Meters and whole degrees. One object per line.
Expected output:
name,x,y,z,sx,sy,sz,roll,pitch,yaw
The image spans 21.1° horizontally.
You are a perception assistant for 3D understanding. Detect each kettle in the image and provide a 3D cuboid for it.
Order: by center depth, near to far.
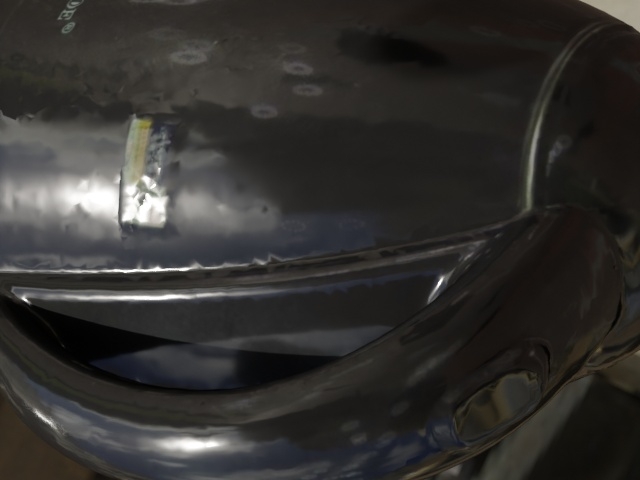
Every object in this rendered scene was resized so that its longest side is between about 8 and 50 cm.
kettle,0.000,0.000,0.652,0.290,0.268,0.207,6,130,38
